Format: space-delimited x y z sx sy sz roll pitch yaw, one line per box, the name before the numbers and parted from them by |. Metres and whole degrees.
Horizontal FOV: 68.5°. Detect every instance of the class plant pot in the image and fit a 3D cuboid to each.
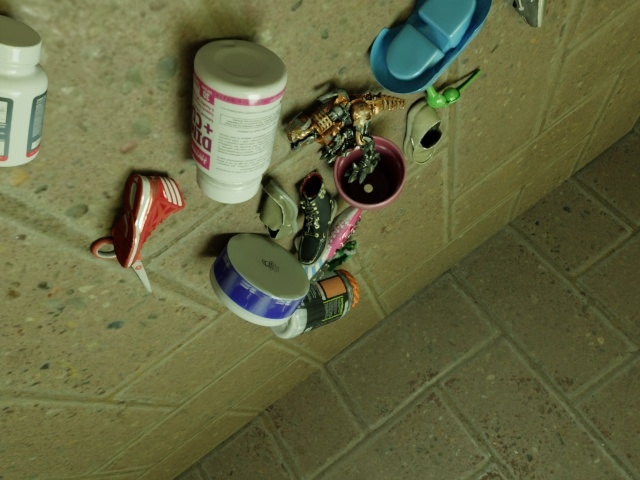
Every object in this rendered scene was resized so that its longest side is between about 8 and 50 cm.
plant pot | 0.139 -0.175 1.342 0.201 0.201 0.180 -37 170 -1

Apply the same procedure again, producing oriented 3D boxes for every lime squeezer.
lime squeezer | 0.350 -0.431 1.326 0.310 0.059 0.110 -14 105 -39

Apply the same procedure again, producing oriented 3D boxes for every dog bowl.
dog bowl | 0.244 -0.454 1.038 0.297 0.166 0.074 -47 165 19
dog bowl | -0.165 0.103 1.304 0.265 0.265 0.104 0 133 -52

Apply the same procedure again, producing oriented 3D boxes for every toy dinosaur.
toy dinosaur | 0.075 -0.273 1.139 0.322 0.164 0.218 -12 133 -5

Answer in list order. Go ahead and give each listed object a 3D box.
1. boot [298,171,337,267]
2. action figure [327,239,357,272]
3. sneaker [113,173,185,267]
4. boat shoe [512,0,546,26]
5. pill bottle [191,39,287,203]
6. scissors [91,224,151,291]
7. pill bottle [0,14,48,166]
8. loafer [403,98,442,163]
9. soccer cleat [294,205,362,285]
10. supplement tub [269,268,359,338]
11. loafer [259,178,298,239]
boot | -0.027 -0.059 1.336 0.178 0.085 0.236 61 44 -61
action figure | 0.058 0.038 1.679 0.232 0.137 0.063 -20 138 -49
sneaker | -0.358 -0.038 1.011 0.128 0.087 0.221 -8 134 -47
boat shoe | 0.506 -0.642 1.155 0.335 0.095 0.112 18 85 -64
pill bottle | -0.164 -0.214 0.899 0.160 0.160 0.283 -21 150 -30
scissors | -0.440 0.050 1.143 0.109 0.021 0.297 -36 153 -9
pill bottle | -0.434 -0.201 0.637 0.108 0.108 0.180 -9 142 -45
loafer | 0.316 -0.308 1.435 0.102 0.092 0.268 -34 153 -3
soccer cleat | 0.000 0.000 1.490 0.331 0.143 0.116 -56 175 27
supplement tub | -0.028 0.219 1.737 0.338 0.207 0.207 -12 144 -41
loafer | -0.117 -0.069 1.275 0.087 0.094 0.251 -36 155 -14
